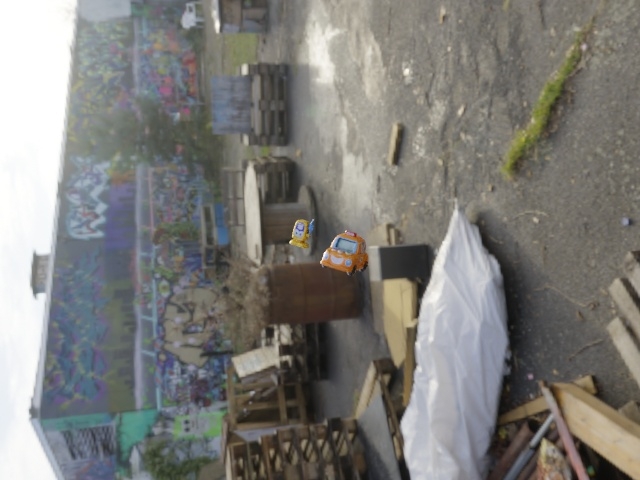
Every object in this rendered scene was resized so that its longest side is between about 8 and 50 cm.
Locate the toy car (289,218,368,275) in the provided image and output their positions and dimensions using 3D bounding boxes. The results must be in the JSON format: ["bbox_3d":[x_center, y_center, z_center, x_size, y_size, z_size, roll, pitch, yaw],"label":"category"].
[{"bbox_3d":[0.000,0.000,0.638,0.122,0.060,0.040,21,104,39],"label":"toy car"}]
